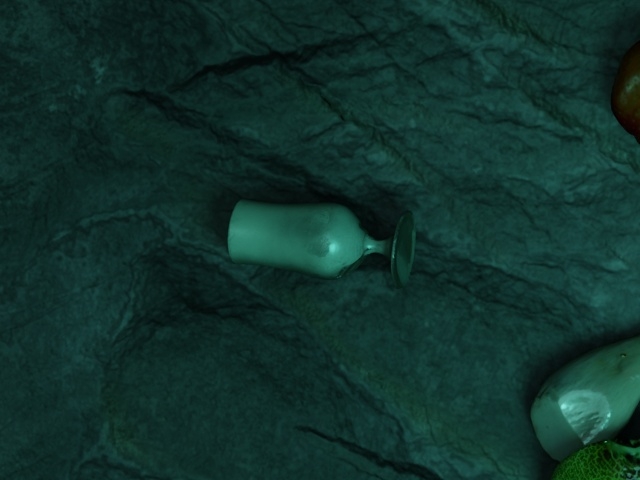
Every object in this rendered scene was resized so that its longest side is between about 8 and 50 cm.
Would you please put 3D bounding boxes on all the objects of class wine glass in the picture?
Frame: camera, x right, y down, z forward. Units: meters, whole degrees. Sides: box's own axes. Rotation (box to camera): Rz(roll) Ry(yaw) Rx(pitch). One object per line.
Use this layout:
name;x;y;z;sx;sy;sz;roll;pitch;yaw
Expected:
wine glass;0.000;0.000;1.721;0.231;0.103;0.103;5;90;19

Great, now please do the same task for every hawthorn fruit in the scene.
hawthorn fruit;0.413;-0.178;1.597;0.133;0.133;0.138;37;109;13

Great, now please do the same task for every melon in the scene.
melon;0.391;0.311;1.551;0.265;0.169;0.129;-10;53;14

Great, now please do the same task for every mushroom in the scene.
mushroom;0.356;0.176;1.631;0.225;0.093;0.116;-41;54;-4
